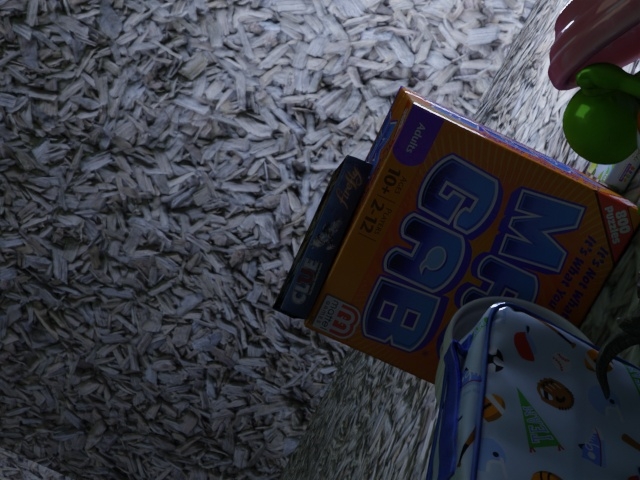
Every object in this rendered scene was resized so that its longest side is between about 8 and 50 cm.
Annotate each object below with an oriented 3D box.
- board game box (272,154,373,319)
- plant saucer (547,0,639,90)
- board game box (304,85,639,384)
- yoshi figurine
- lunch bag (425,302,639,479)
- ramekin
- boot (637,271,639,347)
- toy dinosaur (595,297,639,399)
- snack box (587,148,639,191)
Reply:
[{"bbox_3d":[0.000,0.000,1.213,0.165,0.042,0.243,145,150,-81],"label":"board game box"},{"bbox_3d":[0.430,-0.312,1.020,0.332,0.084,0.332,-28,-7,-4],"label":"plant saucer"},{"bbox_3d":[0.216,-0.001,1.284,0.356,0.356,0.356,-78,13,-75],"label":"board game box"},{"bbox_3d":[0.390,-0.125,0.965,0.362,0.203,0.204,-65,-6,-68],"label":"yoshi figurine"},{"bbox_3d":[0.216,0.206,0.764,0.303,0.243,0.115,-70,7,-50],"label":"lunch bag"},{"bbox_3d":[0.240,0.178,1.000,0.207,0.207,0.109,-69,-3,-51],"label":"ramekin"},{"bbox_3d":[0.381,0.072,0.917,0.106,0.037,0.114,-51,8,5],"label":"boot"},{"bbox_3d":[0.341,0.011,0.713,0.160,0.121,0.314,-11,-65,-47],"label":"toy dinosaur"},{"bbox_3d":[0.466,-0.151,1.215,0.100,0.037,0.141,-82,17,-74],"label":"snack box"}]
